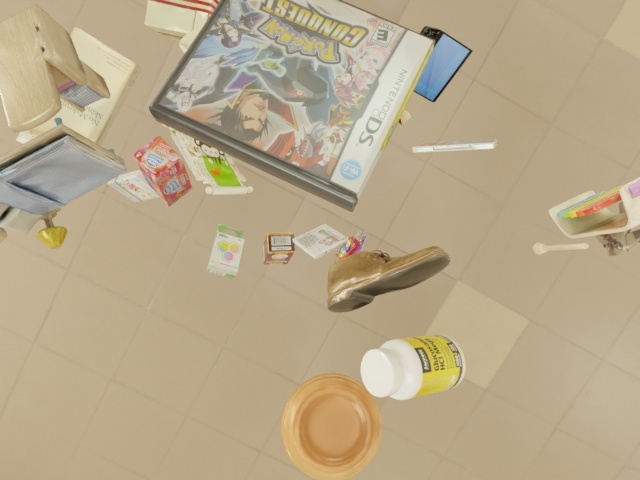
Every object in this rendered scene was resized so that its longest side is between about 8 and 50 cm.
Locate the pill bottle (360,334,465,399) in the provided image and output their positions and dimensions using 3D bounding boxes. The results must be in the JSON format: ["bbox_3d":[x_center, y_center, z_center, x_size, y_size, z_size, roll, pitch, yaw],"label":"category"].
[{"bbox_3d":[0.298,0.408,1.464,0.334,0.188,0.187,4,101,-38],"label":"pill bottle"}]

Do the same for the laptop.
[{"bbox_3d":[0.396,-0.626,1.641,0.136,0.264,0.234,42,124,10],"label":"laptop"}]

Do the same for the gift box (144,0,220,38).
[{"bbox_3d":[-0.426,-0.826,1.605,0.258,0.276,0.255,15,107,6],"label":"gift box"}]

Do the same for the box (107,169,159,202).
[{"bbox_3d":[-0.753,-0.220,1.858,0.186,0.145,0.038,-7,57,30],"label":"box"}]

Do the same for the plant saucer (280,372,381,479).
[{"bbox_3d":[0.024,0.362,0.879,0.200,0.037,0.200,2,76,-7],"label":"plant saucer"}]

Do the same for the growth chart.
[{"bbox_3d":[-0.255,-0.197,1.021,0.021,0.172,0.237,-34,87,30],"label":"growth chart"}]

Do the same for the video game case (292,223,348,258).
[{"bbox_3d":[0.000,0.000,1.592,0.143,0.157,0.019,-25,124,-22],"label":"video game case"}]

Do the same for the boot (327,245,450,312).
[{"bbox_3d":[0.132,0.059,0.992,0.305,0.112,0.115,-25,56,33],"label":"boot"}]

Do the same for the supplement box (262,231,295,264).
[{"bbox_3d":[-0.167,0.034,1.782,0.104,0.188,0.080,-1,73,-13],"label":"supplement box"}]

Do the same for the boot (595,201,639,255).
[{"bbox_3d":[0.685,-0.024,1.050,0.042,0.118,0.087,25,136,-35],"label":"boot"}]

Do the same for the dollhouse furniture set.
[{"bbox_3d":[-0.340,-0.060,0.575,0.286,0.303,0.198,-24,75,5],"label":"dollhouse furniture set"}]

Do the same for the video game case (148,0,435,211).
[{"bbox_3d":[-0.029,-0.201,0.568,0.275,0.035,0.248,26,76,5],"label":"video game case"}]

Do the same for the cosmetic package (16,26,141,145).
[{"bbox_3d":[-0.602,-0.348,1.144,0.160,0.113,0.309,28,95,-20],"label":"cosmetic package"}]

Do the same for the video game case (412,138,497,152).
[{"bbox_3d":[0.512,-0.360,1.719,0.285,0.204,0.025,2,106,23],"label":"video game case"}]

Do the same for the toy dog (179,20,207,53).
[{"bbox_3d":[-0.149,-0.405,1.251,0.285,0.408,0.395,17,57,17],"label":"toy dog"}]

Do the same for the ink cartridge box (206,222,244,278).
[{"bbox_3d":[-0.363,0.033,1.764,0.109,0.062,0.209,17,66,-19],"label":"ink cartridge box"}]

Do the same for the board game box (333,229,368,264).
[{"bbox_3d":[0.088,0.025,1.514,0.033,0.168,0.133,43,138,-20],"label":"board game box"}]

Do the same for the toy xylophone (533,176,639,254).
[{"bbox_3d":[0.571,-0.058,0.924,0.236,0.322,0.081,-25,85,-6],"label":"toy xylophone"}]

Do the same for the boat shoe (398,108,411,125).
[{"bbox_3d":[0.284,-0.497,1.732,0.170,0.063,0.059,30,93,-41],"label":"boat shoe"}]

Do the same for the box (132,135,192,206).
[{"bbox_3d":[-0.574,-0.248,1.668,0.123,0.257,0.128,-42,81,-17],"label":"box"}]
